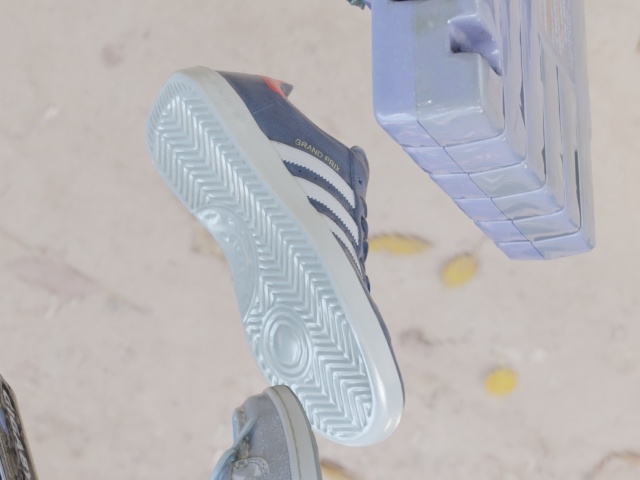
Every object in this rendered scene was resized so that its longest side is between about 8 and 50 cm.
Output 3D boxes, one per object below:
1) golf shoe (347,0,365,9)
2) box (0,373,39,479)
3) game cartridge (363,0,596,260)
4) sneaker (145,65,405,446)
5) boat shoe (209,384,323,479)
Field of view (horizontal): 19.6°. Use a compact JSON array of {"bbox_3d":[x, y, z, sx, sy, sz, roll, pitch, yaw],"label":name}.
[{"bbox_3d":[0.030,-0.282,1.143,0.120,0.105,0.273,-135,38,-53],"label":"golf shoe"},{"bbox_3d":[-0.240,0.228,0.882,0.257,0.322,0.079,-24,146,1],"label":"box"},{"bbox_3d":[0.072,-0.186,0.856,0.068,0.355,0.230,-5,163,14],"label":"game cartridge"},{"bbox_3d":[0.000,0.000,1.486,0.131,0.148,0.350,-47,62,40],"label":"sneaker"},{"bbox_3d":[-0.049,0.229,1.210,0.103,0.320,0.118,1,140,-3],"label":"boat shoe"}]
